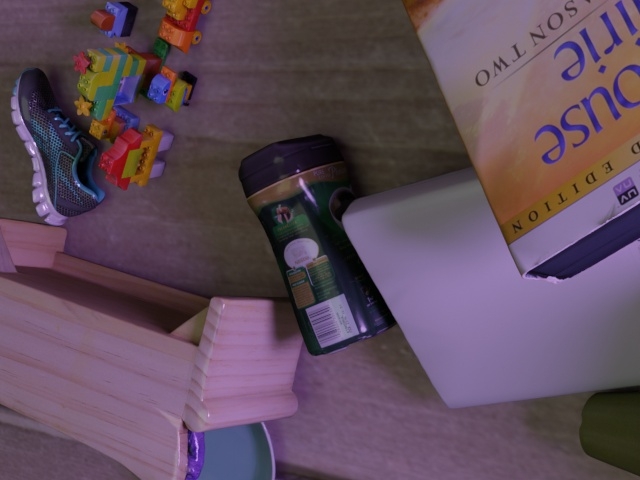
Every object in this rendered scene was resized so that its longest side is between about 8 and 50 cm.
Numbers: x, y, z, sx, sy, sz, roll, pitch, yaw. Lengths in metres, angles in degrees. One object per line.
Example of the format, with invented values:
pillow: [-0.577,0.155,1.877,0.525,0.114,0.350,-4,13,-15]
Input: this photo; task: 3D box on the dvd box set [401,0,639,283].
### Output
dvd box set: [0.175,-0.227,0.621,0.307,0.062,0.421,-36,61,35]

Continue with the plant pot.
plant pot: [0.242,0.146,0.750,0.079,0.083,0.083,1,103,46]

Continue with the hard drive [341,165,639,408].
hard drive: [0.190,0.024,0.729,0.307,0.040,0.203,-14,117,36]

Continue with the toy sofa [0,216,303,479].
toy sofa: [-0.204,0.098,0.964,0.362,0.150,0.177,14,93,30]

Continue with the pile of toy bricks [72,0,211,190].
pile of toy bricks: [-0.190,-0.160,0.937,0.118,0.105,0.212,34,118,23]

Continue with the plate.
plate: [-0.118,0.210,1.033,0.188,0.024,0.188,8,106,32]

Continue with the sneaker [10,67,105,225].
sneaker: [-0.269,-0.102,1.043,0.076,0.065,0.167,-10,100,19]

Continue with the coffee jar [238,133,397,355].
coffee jar: [0.000,0.000,0.857,0.079,0.096,0.185,-23,88,33]
